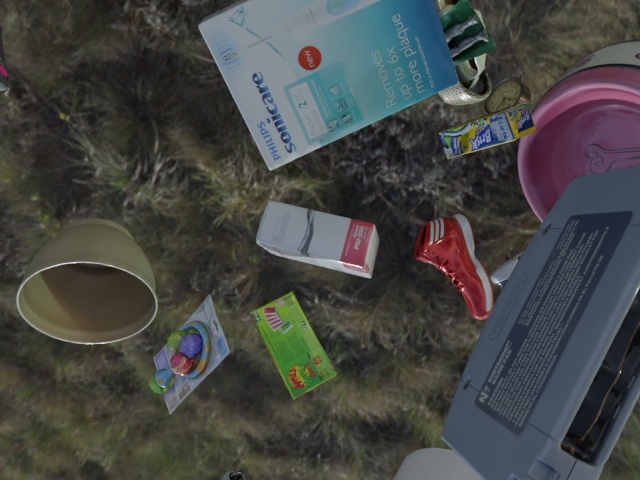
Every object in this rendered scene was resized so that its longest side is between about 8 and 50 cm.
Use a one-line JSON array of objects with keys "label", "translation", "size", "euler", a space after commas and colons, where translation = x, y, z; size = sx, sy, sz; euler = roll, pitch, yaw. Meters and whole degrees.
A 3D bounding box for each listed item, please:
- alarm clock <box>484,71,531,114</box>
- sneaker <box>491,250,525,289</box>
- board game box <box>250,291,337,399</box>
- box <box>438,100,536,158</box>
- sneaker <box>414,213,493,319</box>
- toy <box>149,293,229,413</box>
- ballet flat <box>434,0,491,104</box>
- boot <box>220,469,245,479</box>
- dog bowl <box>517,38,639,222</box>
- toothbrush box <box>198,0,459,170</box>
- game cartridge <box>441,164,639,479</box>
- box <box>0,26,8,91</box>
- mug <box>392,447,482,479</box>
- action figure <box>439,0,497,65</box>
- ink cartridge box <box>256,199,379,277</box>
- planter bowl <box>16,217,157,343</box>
[{"label": "alarm clock", "translation": [0.544, -0.389, 1.737], "size": [0.064, 0.192, 0.129], "euler": [31, 153, -31]}, {"label": "sneaker", "translation": [0.610, 0.085, 1.609], "size": [0.268, 0.101, 0.153], "euler": [-34, 84, 18]}, {"label": "board game box", "translation": [-0.053, 0.201, 1.149], "size": [0.181, 0.092, 0.043], "euler": [60, 167, 13]}, {"label": "box", "translation": [0.290, -0.192, 1.054], "size": [0.169, 0.059, 0.054], "euler": [-6, 107, 61]}, {"label": "sneaker", "translation": [0.256, 0.060, 1.203], "size": [0.128, 0.221, 0.087], "euler": [-9, 161, -19]}, {"label": "toy", "translation": [-0.280, 0.231, 1.197], "size": [0.056, 0.137, 0.237], "euler": [7, 134, -43]}, {"label": "ballet flat", "translation": [0.300, -0.541, 1.413], "size": [0.182, 0.164, 0.483], "euler": [21, 146, 57]}, {"label": "boot", "translation": [-0.222, 0.622, 1.447], "size": [0.095, 0.123, 0.258], "euler": [38, 166, 4]}, {"label": "dog bowl", "translation": [0.545, -0.143, 1.085], "size": [0.408, 0.150, 0.408], "euler": [33, 137, 38]}, {"label": "toothbrush box", "translation": [0.010, -0.266, 0.835], "size": [0.295, 0.126, 0.216], "euler": [-23, 115, 3]}, {"label": "game cartridge", "translation": [0.214, 0.075, 0.527], "size": [0.062, 0.297, 0.198], "euler": [29, 177, -2]}, {"label": "box", "translation": [-0.737, -0.333, 1.071], "size": [0.270, 0.143, 0.165], "euler": [-14, 167, 4]}, {"label": "mug", "translation": [0.158, 0.566, 1.049], "size": [0.374, 0.328, 0.276], "euler": [20, 131, 23]}, {"label": "action figure", "translation": [0.247, -0.404, 1.301], "size": [0.232, 0.063, 0.137], "euler": [-26, 119, 33]}, {"label": "ink cartridge box", "translation": [0.000, 0.000, 1.190], "size": [0.217, 0.092, 0.158], "euler": [12, 171, 11]}, {"label": "planter bowl", "translation": [-0.289, 0.042, 0.764], "size": [0.162, 0.109, 0.162], "euler": [-6, 137, -6]}]
